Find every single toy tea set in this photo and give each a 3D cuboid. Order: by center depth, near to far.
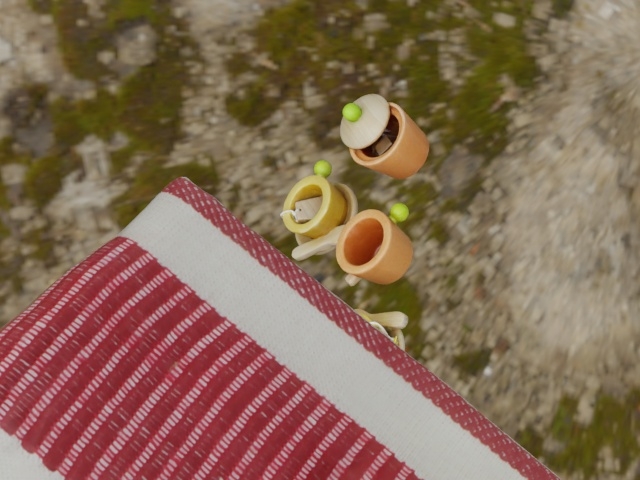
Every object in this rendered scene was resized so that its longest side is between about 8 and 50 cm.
[{"bbox_3d":[0.000,0.000,1.719,0.200,0.124,0.336,-8,62,40],"label":"toy tea set"}]

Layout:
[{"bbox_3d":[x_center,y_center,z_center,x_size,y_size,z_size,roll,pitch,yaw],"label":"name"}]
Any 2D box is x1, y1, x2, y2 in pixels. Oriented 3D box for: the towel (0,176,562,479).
[{"bbox_3d":[-0.045,0.148,0.434,0.237,0.329,0.037,40,140,2],"label":"towel"}]
